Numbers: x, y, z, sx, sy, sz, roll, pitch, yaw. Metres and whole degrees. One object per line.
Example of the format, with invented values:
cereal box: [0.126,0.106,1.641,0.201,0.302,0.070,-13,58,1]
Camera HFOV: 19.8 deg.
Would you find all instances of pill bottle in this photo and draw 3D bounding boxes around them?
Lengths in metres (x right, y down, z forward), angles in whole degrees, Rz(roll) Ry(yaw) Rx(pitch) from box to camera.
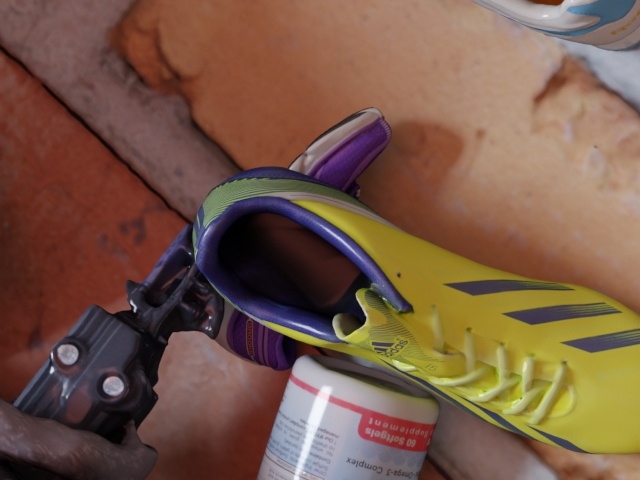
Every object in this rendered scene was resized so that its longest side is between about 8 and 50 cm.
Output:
pill bottle: [0.003,0.151,1.030,0.087,0.087,0.160,20,94,24]

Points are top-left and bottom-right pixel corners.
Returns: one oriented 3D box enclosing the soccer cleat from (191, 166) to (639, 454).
soccer cleat: [0.062,0.048,0.969,0.289,0.121,0.093,24,106,6]

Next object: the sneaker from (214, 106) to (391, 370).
sneaker: [0.000,0.000,1.068,0.071,0.068,0.170,32,108,8]

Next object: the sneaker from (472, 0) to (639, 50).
sneaker: [0.081,-0.179,1.020,0.228,0.092,0.087,25,97,24]

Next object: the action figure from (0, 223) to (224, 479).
action figure: [-0.133,0.127,0.940,0.330,0.178,0.341,23,74,24]
